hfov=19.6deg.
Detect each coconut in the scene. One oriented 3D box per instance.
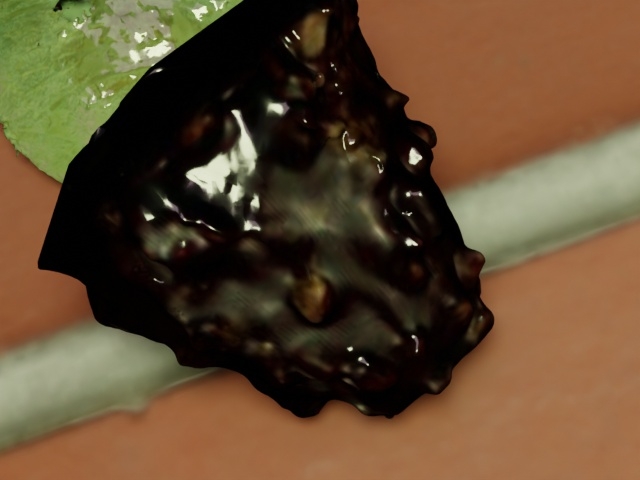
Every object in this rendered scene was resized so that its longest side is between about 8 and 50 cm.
[{"bbox_3d":[-0.082,-0.098,0.739,0.133,0.055,0.158,12,68,15],"label":"coconut"}]

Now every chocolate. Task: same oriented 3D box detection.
[{"bbox_3d":[0.000,0.000,0.646,0.133,0.156,0.156,43,80,7],"label":"chocolate"}]
